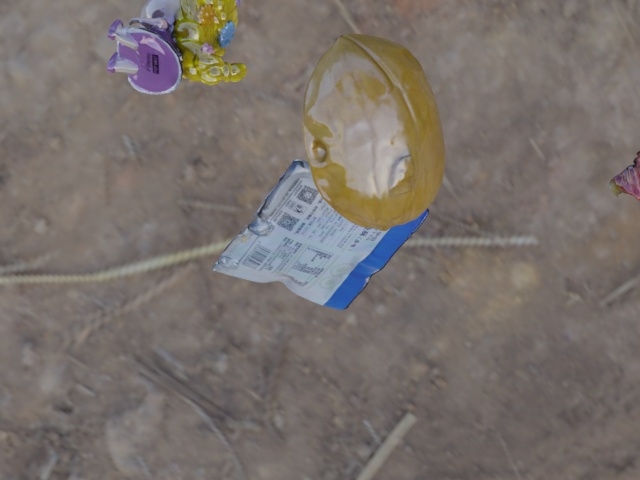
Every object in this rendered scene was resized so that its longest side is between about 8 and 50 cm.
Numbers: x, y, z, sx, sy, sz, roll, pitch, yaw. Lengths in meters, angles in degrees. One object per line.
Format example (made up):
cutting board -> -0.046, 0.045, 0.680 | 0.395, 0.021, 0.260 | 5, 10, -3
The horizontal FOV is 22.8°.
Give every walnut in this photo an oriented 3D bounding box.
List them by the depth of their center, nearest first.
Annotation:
walnut -> 0.040, -0.063, 0.928 | 0.091, 0.121, 0.052 | -23, 16, -31

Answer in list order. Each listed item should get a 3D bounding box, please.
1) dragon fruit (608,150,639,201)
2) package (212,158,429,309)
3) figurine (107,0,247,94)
dragon fruit -> 0.287, -0.019, 1.109 | 0.147, 0.102, 0.096 | 0, 75, -11
package -> 0.000, 0.000, 1.648 | 0.171, 0.173, 0.027 | -51, 37, 31
figurine -> -0.100, -0.186, 1.351 | 0.115, 0.094, 0.156 | 22, 40, 5
